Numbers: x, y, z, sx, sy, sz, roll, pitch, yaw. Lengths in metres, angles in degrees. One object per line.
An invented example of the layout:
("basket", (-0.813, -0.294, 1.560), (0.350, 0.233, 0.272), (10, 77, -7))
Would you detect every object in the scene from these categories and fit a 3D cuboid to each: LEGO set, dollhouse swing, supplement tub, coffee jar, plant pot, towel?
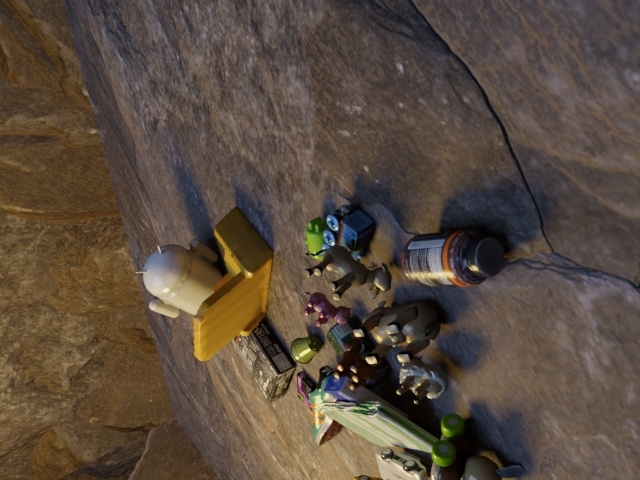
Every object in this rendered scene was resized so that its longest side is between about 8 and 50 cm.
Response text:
("LEGO set", (0.130, 0.100, 1.536), (0.054, 0.023, 0.083), (37, 127, 38))
("dollhouse swing", (-0.334, 0.148, 2.059), (0.315, 0.305, 0.347), (49, 148, 28))
("supplement tub", (0.247, 0.034, 1.195), (0.198, 0.106, 0.106), (-6, 106, 60))
("coffee jar", (0.096, 0.297, 1.673), (0.184, 0.079, 0.096), (55, 158, 20))
("plant pot", (-0.036, 0.321, 1.931), (0.079, 0.083, 0.083), (-37, 79, 49))
("towel", (0.152, 0.479, 1.637), (0.248, 0.038, 0.325), (34, 155, -16))

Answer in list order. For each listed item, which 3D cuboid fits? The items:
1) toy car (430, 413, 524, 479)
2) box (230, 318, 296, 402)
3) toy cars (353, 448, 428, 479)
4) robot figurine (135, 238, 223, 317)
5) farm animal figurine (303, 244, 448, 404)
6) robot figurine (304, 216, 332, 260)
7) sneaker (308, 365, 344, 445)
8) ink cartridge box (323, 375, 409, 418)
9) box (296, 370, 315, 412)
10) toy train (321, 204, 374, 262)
("toy car", (0.345, 0.493, 1.399), (0.188, 0.149, 0.155), (11, 129, 23))
("box", (-0.216, 0.394, 2.282), (0.307, 0.076, 0.242), (52, 149, 25))
("toy cars", (0.208, 0.667, 1.769), (0.176, 0.087, 0.394), (54, 146, 24))
("robot figurine", (-0.497, 0.143, 2.336), (0.199, 0.300, 0.353), (25, 170, 47))
("farm animal figurine", (0.134, 0.171, 1.439), (0.326, 0.172, 0.330), (8, 119, 41))
("robot figurine", (0.000, 0.000, 1.625), (0.101, 0.067, 0.115), (18, 127, 39))
("sneaker", (0.021, 0.494, 1.937), (0.121, 0.108, 0.302), (46, 138, 33))
("ink cartridge box", (0.118, 0.420, 1.659), (0.207, 0.046, 0.097), (35, 156, -15))
("box", (-0.021, 0.517, 2.095), (0.162, 0.029, 0.116), (37, 140, 40))
("toy train", (0.063, 0.000, 1.511), (0.105, 0.080, 0.184), (41, 144, 28))
